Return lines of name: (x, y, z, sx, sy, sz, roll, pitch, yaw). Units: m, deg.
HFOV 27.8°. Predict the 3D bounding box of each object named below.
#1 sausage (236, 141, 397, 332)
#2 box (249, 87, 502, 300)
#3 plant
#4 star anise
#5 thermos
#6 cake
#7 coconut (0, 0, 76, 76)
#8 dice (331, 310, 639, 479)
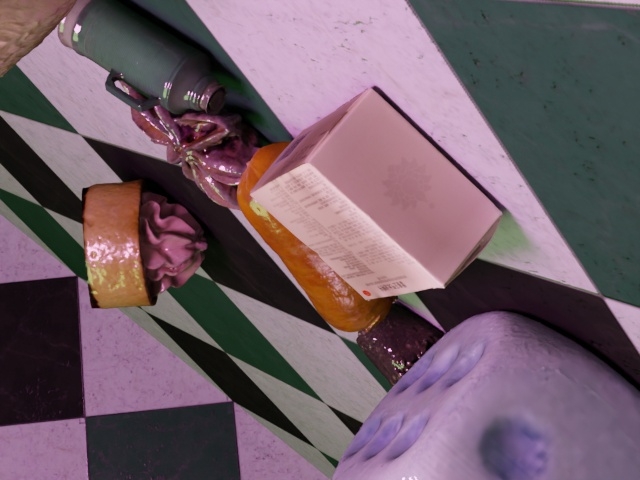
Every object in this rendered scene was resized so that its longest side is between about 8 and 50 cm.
sausage: (-0.001, 0.002, 1.381, 0.109, 0.109, 0.270, 26, 160, 41)
box: (0.045, -0.033, 1.187, 0.168, 0.095, 0.212, 44, 165, -8)
plant: (0.113, 0.141, 1.533, 0.143, 0.094, 0.092, 47, 153, 18)
star anise: (-0.128, -0.106, 1.431, 0.212, 0.073, 0.197, 35, 160, 28)
thermos: (-0.179, -0.186, 1.318, 0.188, 0.083, 0.073, 33, 121, 20)
cake: (-0.257, 0.002, 1.895, 0.208, 0.178, 0.185, -138, 44, -75)
coconut: (-0.319, -0.268, 1.050, 0.297, 0.297, 0.254, 34, -169, 23)
dice: (0.187, 0.247, 1.314, 0.262, 0.264, 0.268, 42, 165, -7)
